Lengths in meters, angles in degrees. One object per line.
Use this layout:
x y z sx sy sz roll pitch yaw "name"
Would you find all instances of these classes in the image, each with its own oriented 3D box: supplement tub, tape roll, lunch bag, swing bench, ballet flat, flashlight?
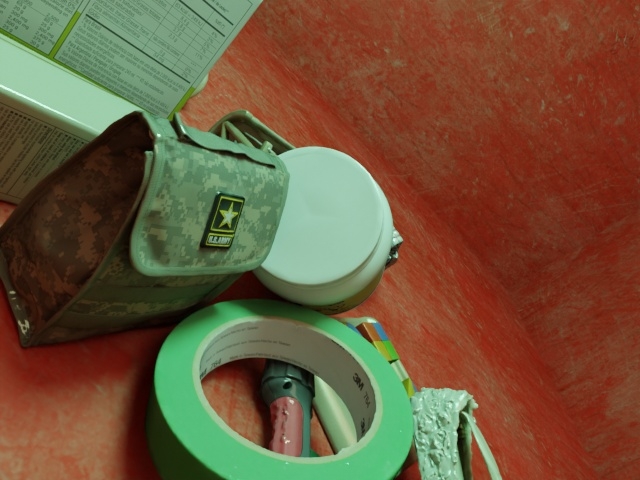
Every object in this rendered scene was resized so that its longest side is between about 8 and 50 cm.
0.000 0.000 0.812 0.241 0.241 0.331 57 -3 14 "supplement tub"
-0.047 0.198 0.588 0.321 0.077 0.321 16 24 -7 "tape roll"
-0.188 -0.015 0.560 0.169 0.287 0.235 58 23 17 "lunch bag"
-0.111 -0.148 1.065 0.253 0.165 0.254 28 31 -42 "swing bench"
0.231 0.432 0.747 0.147 0.147 0.409 29 45 -42 "ballet flat"
-0.056 0.275 0.621 0.103 0.103 0.304 5 31 -5 "flashlight"

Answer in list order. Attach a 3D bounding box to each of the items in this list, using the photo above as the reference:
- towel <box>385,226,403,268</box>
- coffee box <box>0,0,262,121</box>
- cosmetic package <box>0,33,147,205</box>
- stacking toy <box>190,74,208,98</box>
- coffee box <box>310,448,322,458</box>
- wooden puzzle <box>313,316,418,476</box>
0.099 -0.020 1.223 0.235 0.121 0.283 58 -5 12 "towel"
-0.354 -0.392 0.698 0.338 0.334 0.337 26 24 -46 "coffee box"
-0.378 -0.142 0.563 0.309 0.160 0.113 25 34 -49 "cosmetic package"
-0.342 -0.461 1.184 0.141 0.141 0.330 40 18 -26 "stacking toy"
0.000 0.387 0.622 0.113 0.040 0.184 43 24 -20 "coffee box"
0.108 0.283 0.931 0.348 0.080 0.322 12 45 -57 "wooden puzzle"
